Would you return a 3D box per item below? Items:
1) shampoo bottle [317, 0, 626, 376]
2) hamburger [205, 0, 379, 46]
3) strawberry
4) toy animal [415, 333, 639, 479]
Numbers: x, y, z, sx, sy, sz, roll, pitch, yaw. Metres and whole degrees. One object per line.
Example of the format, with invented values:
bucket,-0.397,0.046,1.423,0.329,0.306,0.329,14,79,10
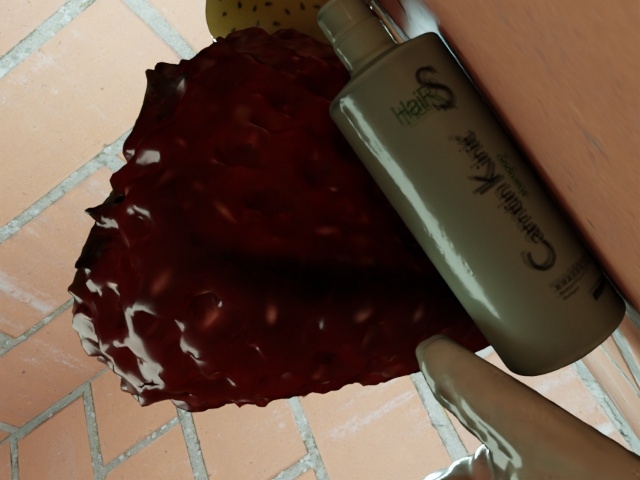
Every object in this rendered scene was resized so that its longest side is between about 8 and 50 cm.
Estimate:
shampoo bottle,0.083,-0.042,0.457,0.262,0.085,0.085,55,-170,-2
hamburger,-0.029,-0.213,0.690,0.175,0.175,0.137,58,179,19
strawberry,0.000,0.000,0.595,0.345,0.295,0.317,15,-154,-9
toy animal,0.189,0.228,0.492,0.266,0.188,0.308,19,166,32
